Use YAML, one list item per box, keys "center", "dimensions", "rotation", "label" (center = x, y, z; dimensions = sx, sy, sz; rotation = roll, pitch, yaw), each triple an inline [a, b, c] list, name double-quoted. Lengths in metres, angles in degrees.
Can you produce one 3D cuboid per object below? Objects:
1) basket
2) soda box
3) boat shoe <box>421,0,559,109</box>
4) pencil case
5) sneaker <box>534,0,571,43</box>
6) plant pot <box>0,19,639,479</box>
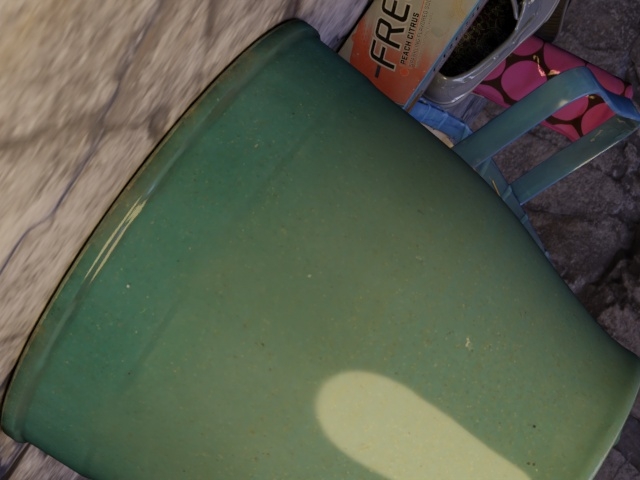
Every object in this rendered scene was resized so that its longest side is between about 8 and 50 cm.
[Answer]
- center: [0.133, -0.045, 1.194]
  dimensions: [0.289, 0.201, 0.255]
  rotation: [-30, 165, 18]
  label: "basket"
- center: [0.071, -0.154, 0.915]
  dimensions: [0.183, 0.058, 0.063]
  rotation: [-56, 175, 3]
  label: "soda box"
- center: [0.176, -0.223, 1.351]
  dimensions: [0.227, 0.079, 0.081]
  rotation: [-50, 179, -15]
  label: "boat shoe"
- center: [0.248, -0.179, 1.592]
  dimensions: [0.095, 0.209, 0.098]
  rotation: [-94, -151, -88]
  label: "pencil case"
- center: [0.271, -0.339, 1.609]
  dimensions: [0.222, 0.083, 0.118]
  rotation: [107, -1, -55]
  label: "sneaker"
- center: [0.017, 0.066, 0.742]
  dimensions: [0.272, 0.255, 0.271]
  rotation: [-54, 176, -6]
  label: "plant pot"
